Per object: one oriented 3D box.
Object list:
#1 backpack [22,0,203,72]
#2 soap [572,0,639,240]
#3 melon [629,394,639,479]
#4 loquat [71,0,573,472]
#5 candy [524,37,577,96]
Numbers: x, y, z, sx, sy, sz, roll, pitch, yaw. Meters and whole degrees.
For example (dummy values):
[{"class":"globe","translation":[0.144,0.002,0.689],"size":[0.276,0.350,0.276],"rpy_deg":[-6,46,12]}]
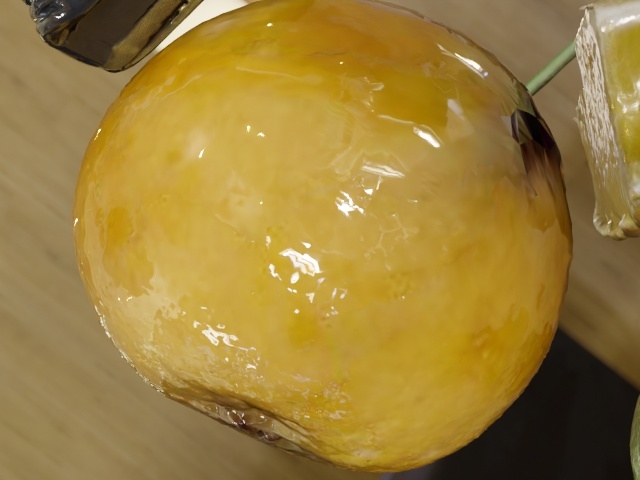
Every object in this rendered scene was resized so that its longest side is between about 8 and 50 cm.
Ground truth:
[{"class":"backpack","translation":[-0.090,-0.237,0.897],"size":[0.258,0.133,0.206],"rpy_deg":[-40,-7,8]},{"class":"soap","translation":[0.348,-0.099,0.969],"size":[0.338,0.169,0.304],"rpy_deg":[-12,-3,7]},{"class":"melon","translation":[0.278,0.175,0.970],"size":[0.265,0.169,0.129],"rpy_deg":[1,-70,-70]},{"class":"loquat","translation":[0.000,0.000,0.774],"size":[0.263,0.263,0.263],"rpy_deg":[-52,2,3]},{"class":"candy","translation":[0.231,-0.184,1.237],"size":[0.091,0.083,0.305],"rpy_deg":[-23,-10,-24]}]
